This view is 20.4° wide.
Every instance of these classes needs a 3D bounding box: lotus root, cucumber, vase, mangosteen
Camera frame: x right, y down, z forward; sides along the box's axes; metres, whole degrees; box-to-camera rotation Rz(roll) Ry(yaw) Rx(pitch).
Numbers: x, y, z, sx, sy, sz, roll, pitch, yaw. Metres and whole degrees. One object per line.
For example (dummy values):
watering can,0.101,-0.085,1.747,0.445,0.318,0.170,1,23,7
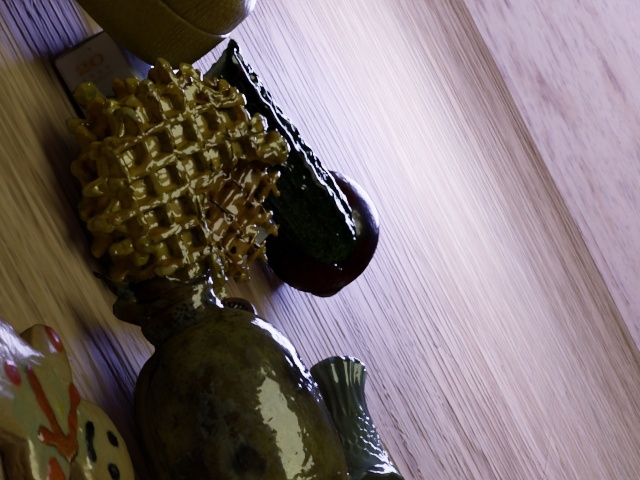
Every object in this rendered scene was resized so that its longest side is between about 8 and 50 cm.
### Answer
lotus root,-0.071,0.127,1.353,0.278,0.154,0.154,63,18,8
cucumber,-0.036,-0.067,1.609,0.265,0.077,0.077,51,23,-33
vase,0.029,0.180,1.683,0.081,0.081,0.148,43,26,-49
mangosteen,0.000,0.000,1.784,0.140,0.140,0.140,53,21,-32

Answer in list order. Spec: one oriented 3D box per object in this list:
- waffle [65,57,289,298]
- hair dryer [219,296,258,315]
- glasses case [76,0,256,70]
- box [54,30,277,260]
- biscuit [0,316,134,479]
waffle,-0.111,-0.049,1.458,0.197,0.070,0.193,7,81,-36
hair dryer,-0.059,0.173,1.493,0.173,0.050,0.195,60,31,-54
glasses case,-0.191,-0.327,1.521,0.371,0.141,0.173,56,20,14
box,-0.134,-0.083,1.584,0.233,0.067,0.149,61,15,-7
biscuit,-0.199,0.111,1.215,0.234,0.030,0.153,49,25,-38
